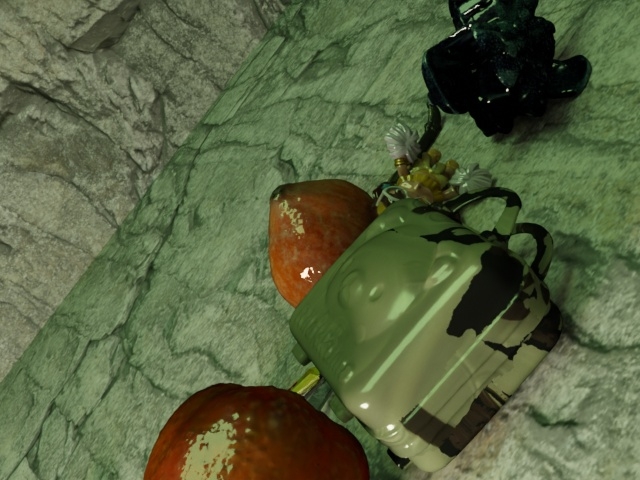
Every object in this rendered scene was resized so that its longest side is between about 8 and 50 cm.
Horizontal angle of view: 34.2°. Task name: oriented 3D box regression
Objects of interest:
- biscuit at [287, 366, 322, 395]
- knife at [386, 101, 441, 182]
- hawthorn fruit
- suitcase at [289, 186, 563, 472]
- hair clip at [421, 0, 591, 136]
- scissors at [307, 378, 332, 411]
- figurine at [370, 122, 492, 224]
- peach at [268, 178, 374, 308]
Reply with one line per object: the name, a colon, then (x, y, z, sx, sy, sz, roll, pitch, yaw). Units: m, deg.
biscuit: (-0.093, 0.284, 1.601, 0.292, 0.026, 0.048, -43, 3, 16)
knife: (0.160, -0.144, 1.799, 0.222, 0.046, 0.021, -62, -13, -19)
hawthorn fruit: (-0.100, 0.327, 1.196, 0.287, 0.287, 0.330, -12, 38, 57)
suitcase: (0.131, 0.074, 1.283, 0.339, 0.194, 0.351, -47, 22, 0)
hair clip: (0.275, -0.280, 1.565, 0.195, 0.206, 0.310, -26, 27, 35)
scissors: (-0.064, 0.296, 1.419, 0.360, 0.191, 0.029, -50, -22, -36)
figurine: (0.153, -0.075, 1.562, 0.240, 0.175, 0.115, -55, -11, -43)
peach: (0.000, 0.000, 1.610, 0.232, 0.232, 0.232, -41, 24, 22)
